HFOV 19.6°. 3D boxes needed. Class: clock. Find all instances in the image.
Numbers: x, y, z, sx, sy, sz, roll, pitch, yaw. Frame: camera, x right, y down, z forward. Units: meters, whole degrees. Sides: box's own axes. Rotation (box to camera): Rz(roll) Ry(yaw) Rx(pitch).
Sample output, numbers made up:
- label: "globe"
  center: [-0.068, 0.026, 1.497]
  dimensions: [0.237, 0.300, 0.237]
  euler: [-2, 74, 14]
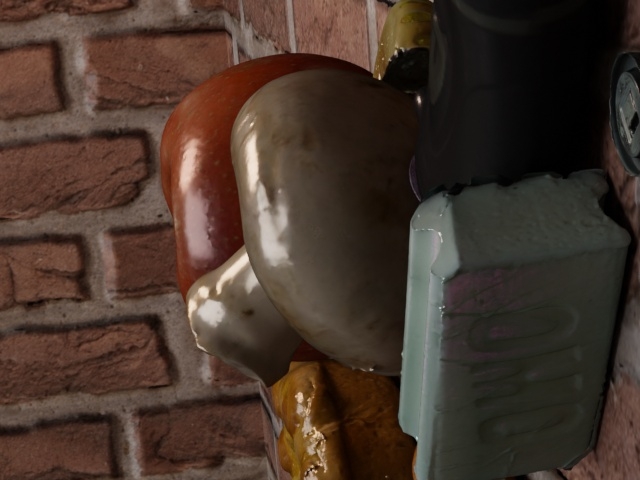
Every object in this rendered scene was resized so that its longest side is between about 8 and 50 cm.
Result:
- label: "clock"
  center: [0.212, -0.084, 1.229]
  dimensions: [0.085, 0.017, 0.085]
  euler: [173, 90, -81]

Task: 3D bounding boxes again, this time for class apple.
- label: "apple"
  center: [-0.031, -0.036, 2.025]
  dimensions: [0.348, 0.276, 0.349]
  euler: [172, 90, -81]

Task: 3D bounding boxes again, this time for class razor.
- label: "razor"
  center: [0.133, -0.151, 1.379]
  dimensions: [0.349, 0.113, 0.204]
  euler: [89, 171, -47]

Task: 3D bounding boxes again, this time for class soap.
- label: "soap"
  center: [0.140, 0.074, 1.393]
  dimensions: [0.094, 0.150, 0.261]
  euler: [-101, 8, -45]

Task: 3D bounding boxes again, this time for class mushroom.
- label: "mushroom"
  center: [0.000, 0.000, 1.687]
  dimensions: [0.297, 0.290, 0.297]
  euler: [48, -157, -29]

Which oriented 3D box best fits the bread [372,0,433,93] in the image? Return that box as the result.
- label: "bread"
  center: [0.091, -0.182, 1.750]
  dimensions: [0.157, 0.083, 0.094]
  euler: [107, 158, -65]

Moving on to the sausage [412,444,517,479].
- label: "sausage"
  center: [0.144, 0.242, 1.718]
  dimensions: [0.238, 0.098, 0.098]
  euler: [-117, 22, -64]

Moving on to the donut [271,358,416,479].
- label: "donut"
  center: [0.032, 0.286, 2.296]
  dimensions: [0.299, 0.150, 0.317]
  euler: [93, 166, -49]

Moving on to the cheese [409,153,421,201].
- label: "cheese"
  center: [0.133, -0.024, 1.533]
  dimensions: [0.042, 0.105, 0.191]
  euler: [109, 152, -44]
